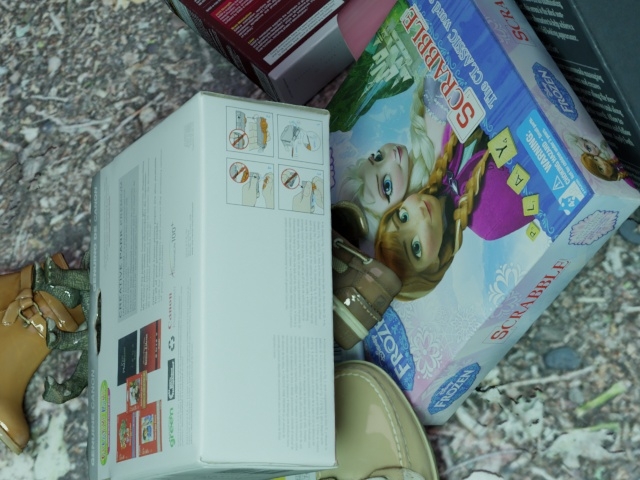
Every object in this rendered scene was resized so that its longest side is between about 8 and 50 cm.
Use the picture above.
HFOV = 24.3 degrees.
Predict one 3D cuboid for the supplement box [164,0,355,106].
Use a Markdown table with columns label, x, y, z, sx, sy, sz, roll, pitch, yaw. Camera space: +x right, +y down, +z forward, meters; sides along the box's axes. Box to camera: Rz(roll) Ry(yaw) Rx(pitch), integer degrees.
| label | x | y | z | sx | sy | sz | roll | pitch | yaw |
| --- | --- | --- | --- | --- | --- | --- | --- | --- | --- |
| supplement box | -0.067 | -0.260 | 1.663 | 0.130 | 0.073 | 0.239 | -41 | 58 | -9 |

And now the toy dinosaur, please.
| label | x | y | z | sx | sy | sz | roll | pitch | yaw |
| --- | --- | --- | --- | --- | --- | --- | --- | --- | --- |
| toy dinosaur | -0.197 | 0.081 | 1.476 | 0.160 | 0.121 | 0.313 | -2 | 69 | -21 |

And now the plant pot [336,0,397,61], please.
| label | x | y | z | sx | sy | sz | roll | pitch | yaw |
| --- | --- | --- | --- | --- | --- | --- | --- | --- | --- |
| plant pot | 0.125 | -0.231 | 1.523 | 0.180 | 0.201 | 0.201 | -34 | 55 | 16 |

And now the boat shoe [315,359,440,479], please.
| label | x | y | z | sx | sy | sz | roll | pitch | yaw |
| --- | --- | --- | --- | --- | --- | --- | --- | --- | --- |
| boat shoe | 0.046 | 0.244 | 1.278 | 0.109 | 0.098 | 0.302 | -14 | 72 | 14 |

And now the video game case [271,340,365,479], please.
| label | x | y | z | sx | sy | sz | roll | pitch | yaw |
| --- | --- | --- | --- | --- | --- | --- | --- | --- | --- |
| video game case | -0.053 | 0.193 | 1.388 | 0.206 | 0.026 | 0.227 | -8 | 75 | 13 |

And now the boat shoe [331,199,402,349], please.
| label | x | y | z | sx | sy | sz | roll | pitch | yaw |
| --- | --- | --- | --- | --- | --- | --- | --- | --- | --- |
| boat shoe | 0.005 | 0.005 | 1.400 | 0.095 | 0.095 | 0.257 | -43 | 39 | 3 |

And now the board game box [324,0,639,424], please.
| label | x | y | z | sx | sy | sz | roll | pitch | yaw |
| --- | --- | --- | --- | --- | --- | --- | --- | --- | --- |
| board game box | 0.110 | -0.049 | 1.371 | 0.318 | 0.066 | 0.318 | -55 | 46 | 35 |

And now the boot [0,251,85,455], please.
| label | x | y | z | sx | sy | sz | roll | pitch | yaw |
| --- | --- | --- | --- | --- | --- | --- | --- | --- | --- |
| boot | -0.296 | 0.109 | 1.528 | 0.152 | 0.073 | 0.197 | -27 | 65 | -9 |

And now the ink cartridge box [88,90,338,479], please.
| label | x | y | z | sx | sy | sz | roll | pitch | yaw |
| --- | --- | --- | --- | --- | --- | --- | --- | --- | --- |
| ink cartridge box | -0.105 | 0.058 | 1.324 | 0.130 | 0.272 | 0.309 | 6 | 75 | -28 |

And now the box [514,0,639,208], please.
| label | x | y | z | sx | sy | sz | roll | pitch | yaw |
| --- | --- | --- | --- | --- | --- | --- | --- | --- | --- |
| box | 0.333 | -0.254 | 1.320 | 0.293 | 0.395 | 0.212 | -31 | 15 | -2 |
